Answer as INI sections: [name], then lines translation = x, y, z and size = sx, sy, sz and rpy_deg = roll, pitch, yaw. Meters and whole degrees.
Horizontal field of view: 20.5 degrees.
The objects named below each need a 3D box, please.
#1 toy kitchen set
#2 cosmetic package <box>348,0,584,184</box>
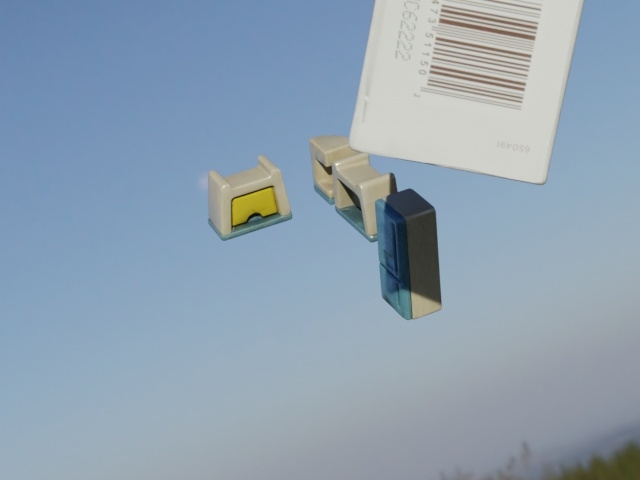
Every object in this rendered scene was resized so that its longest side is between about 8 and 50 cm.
[toy kitchen set]
translation = 0.000, 0.000, 1.796
size = 0.166, 0.122, 0.207
rpy_deg = -19, 33, -19
[cosmetic package]
translation = 0.139, -0.230, 1.524
size = 0.162, 0.230, 0.453
rpy_deg = 11, 20, 4
